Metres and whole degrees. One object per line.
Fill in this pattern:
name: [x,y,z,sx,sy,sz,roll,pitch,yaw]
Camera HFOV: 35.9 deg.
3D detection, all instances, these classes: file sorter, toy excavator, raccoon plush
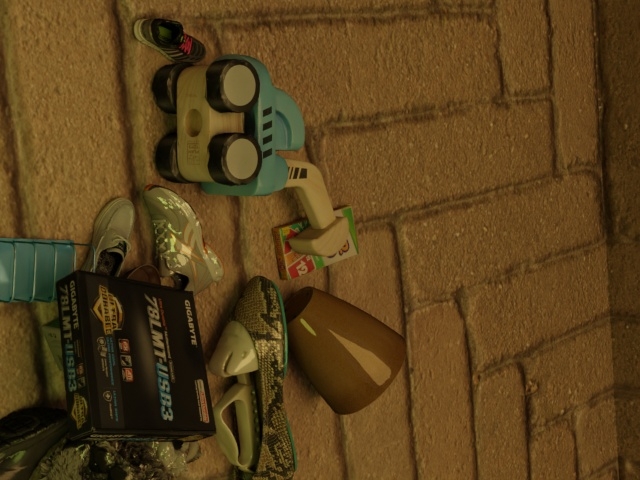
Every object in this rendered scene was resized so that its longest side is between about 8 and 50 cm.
file sorter: [-0.511,0.057,1.810,0.170,0.105,0.118,3,90,-43]
toy excavator: [-0.109,-0.170,2.100,0.445,0.222,0.432,-5,97,-45]
raccoon plush: [-0.432,0.485,1.906,0.216,0.446,0.299,51,12,5]

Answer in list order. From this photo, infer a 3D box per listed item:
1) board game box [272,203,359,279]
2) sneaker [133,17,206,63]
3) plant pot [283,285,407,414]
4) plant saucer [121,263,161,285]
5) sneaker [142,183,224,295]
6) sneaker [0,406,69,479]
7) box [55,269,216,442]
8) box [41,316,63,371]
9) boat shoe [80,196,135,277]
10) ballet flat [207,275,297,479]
board game box: [0.000,0.000,2.335,0.259,0.039,0.124,-20,106,-43]
sneaker: [-0.293,-0.405,2.006,0.170,0.075,0.063,21,78,-42]
plant pot: [0.029,0.229,2.262,0.254,0.237,0.237,45,62,-20]
plant saucer: [-0.373,0.124,1.955,0.168,0.029,0.168,17,90,-71]
sneaker: [-0.299,0.009,2.015,0.121,0.099,0.262,-44,119,-27]
sneaker: [-0.571,0.408,1.790,0.286,0.109,0.130,-32,120,-27]
box: [-0.333,0.218,1.801,0.293,0.073,0.295,15,57,-48]
box: [-0.454,0.191,1.873,0.087,0.101,0.101,-32,113,-38]
boat shoe: [-0.405,0.023,1.922,0.079,0.081,0.227,31,72,-40]
ballet flat: [-0.155,0.325,2.129,0.182,0.164,0.482,-13,105,-37]
